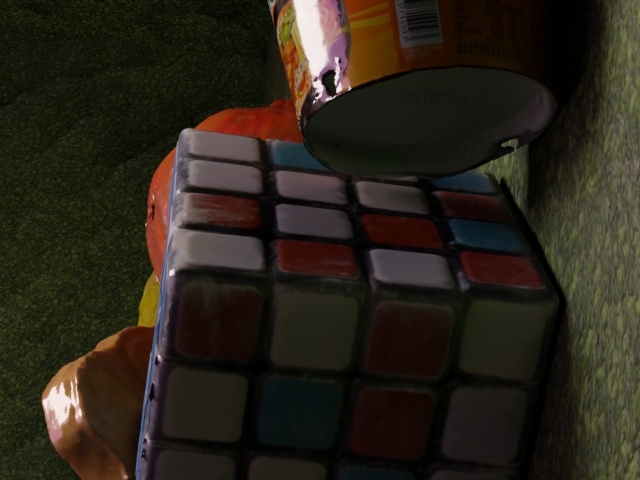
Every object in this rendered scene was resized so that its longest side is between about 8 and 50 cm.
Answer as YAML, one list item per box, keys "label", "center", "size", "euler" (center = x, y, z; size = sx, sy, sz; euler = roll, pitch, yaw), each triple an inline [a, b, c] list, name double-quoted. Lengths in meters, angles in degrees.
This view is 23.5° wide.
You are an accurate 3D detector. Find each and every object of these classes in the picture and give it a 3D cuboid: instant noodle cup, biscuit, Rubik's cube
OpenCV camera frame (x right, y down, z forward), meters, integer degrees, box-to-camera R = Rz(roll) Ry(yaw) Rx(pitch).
- label: "instant noodle cup"
  center: [0.065, -0.158, 1.054]
  size: [0.230, 0.230, 0.182]
  euler: [111, 154, -66]
- label: "biscuit"
  center: [-0.067, 0.227, 1.333]
  size: [0.365, 0.062, 0.385]
  euler: [57, -163, 12]
- label: "Rubik's cube"
  center: [0.005, 0.089, 1.094]
  size: [0.256, 0.253, 0.259]
  euler: [-99, 18, -66]

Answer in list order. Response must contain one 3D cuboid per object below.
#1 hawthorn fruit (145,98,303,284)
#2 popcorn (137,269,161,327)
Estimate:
- label: "hawthorn fruit"
  center: [-0.003, 0.020, 1.360]
  size: [0.276, 0.276, 0.307]
  euler: [105, 145, -54]
- label: "popcorn"
  center: [-0.129, 0.150, 2.121]
  size: [0.293, 0.292, 0.334]
  euler: [98, -179, -61]
